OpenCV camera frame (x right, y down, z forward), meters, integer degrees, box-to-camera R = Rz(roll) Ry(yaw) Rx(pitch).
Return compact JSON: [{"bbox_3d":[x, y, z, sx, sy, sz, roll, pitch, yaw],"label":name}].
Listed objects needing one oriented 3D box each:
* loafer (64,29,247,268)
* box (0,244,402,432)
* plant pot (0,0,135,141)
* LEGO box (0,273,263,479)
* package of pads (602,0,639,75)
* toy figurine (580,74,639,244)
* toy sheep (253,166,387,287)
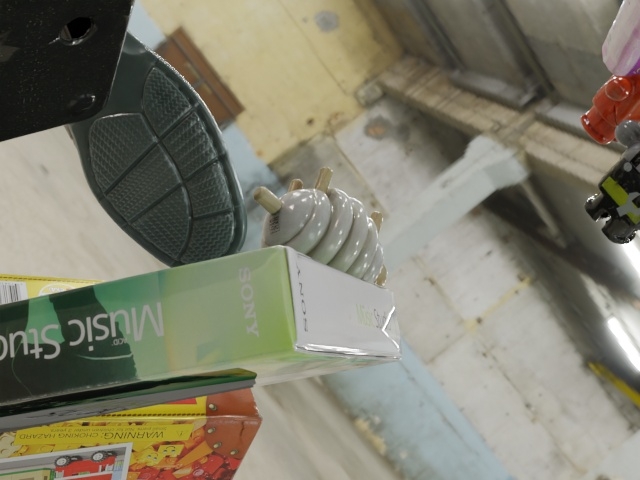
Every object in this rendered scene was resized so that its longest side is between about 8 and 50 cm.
[{"bbox_3d":[-0.137,-0.097,0.616,0.267,0.096,0.084,53,6,-3],"label":"loafer"},{"bbox_3d":[-0.129,0.074,0.551,0.232,0.322,0.058,25,53,-71],"label":"box"},{"bbox_3d":[-0.168,-0.133,0.347,0.167,0.187,0.188,58,-35,16],"label":"plant pot"},{"bbox_3d":[-0.365,0.226,0.885,0.500,0.372,0.193,5,38,-29],"label":"LEGO box"},{"bbox_3d":[0.207,-0.136,0.542,0.083,0.050,0.032,92,-11,-65],"label":"package of pads"},{"bbox_3d":[0.343,-0.076,0.767,0.213,0.148,0.209,27,43,-8],"label":"toy figurine"},{"bbox_3d":[0.000,0.000,0.653,0.132,0.091,0.091,36,5,-26],"label":"toy sheep"}]
